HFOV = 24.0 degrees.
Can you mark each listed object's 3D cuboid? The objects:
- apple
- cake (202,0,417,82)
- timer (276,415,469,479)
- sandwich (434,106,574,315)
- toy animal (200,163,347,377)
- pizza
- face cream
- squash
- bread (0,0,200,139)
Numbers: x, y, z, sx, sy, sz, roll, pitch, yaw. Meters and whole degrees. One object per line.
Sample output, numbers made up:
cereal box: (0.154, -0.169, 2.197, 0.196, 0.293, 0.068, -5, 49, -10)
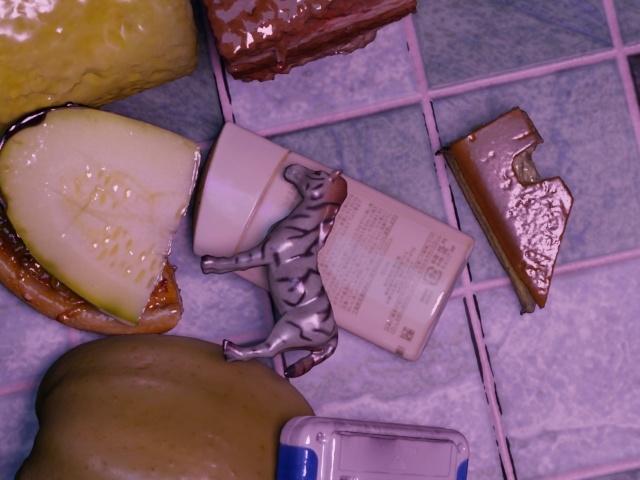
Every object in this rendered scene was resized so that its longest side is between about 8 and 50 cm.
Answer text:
apple: (-0.200, 0.305, 1.820, 0.360, 0.312, 0.320, 20, 45, 0)
cake: (-0.030, -0.348, 1.793, 0.255, 0.290, 0.282, -19, 83, 4)
timer: (0.066, 0.299, 1.756, 0.253, 0.078, 0.178, 9, 83, -35)
sandwich: (0.244, -0.039, 1.823, 0.128, 0.122, 0.236, -28, 85, 6)
toy animal: (-0.058, 0.032, 1.775, 0.170, 0.090, 0.255, 4, 87, 0)
pizza: (-0.300, -0.010, 1.886, 0.335, 0.086, 0.226, 31, 89, 9)
face cream: (0.000, 0.000, 1.857, 0.348, 0.081, 0.174, 25, 85, 7)
squash: (-0.273, -0.040, 1.764, 0.204, 0.155, 0.237, 21, 89, 5)
bread: (-0.312, -0.307, 1.789, 0.307, 0.348, 0.348, -15, 83, 1)
